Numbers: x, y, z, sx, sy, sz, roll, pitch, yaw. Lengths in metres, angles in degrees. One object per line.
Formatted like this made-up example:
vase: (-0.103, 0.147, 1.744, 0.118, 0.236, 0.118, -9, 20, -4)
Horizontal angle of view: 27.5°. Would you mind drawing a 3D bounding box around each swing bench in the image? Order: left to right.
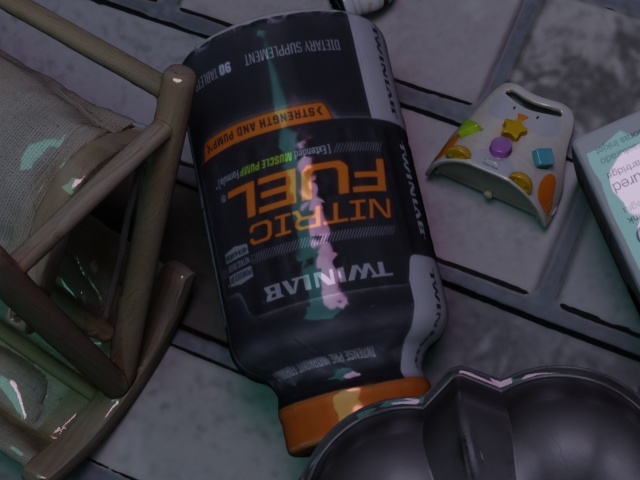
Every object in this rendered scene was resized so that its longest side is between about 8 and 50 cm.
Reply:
swing bench: (-0.217, -0.024, 0.786, 0.253, 0.254, 0.165, 31, 57, 18)

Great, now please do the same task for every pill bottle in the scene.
pill bottle: (0.000, 0.000, 0.769, 0.131, 0.130, 0.245, -15, 75, 10)

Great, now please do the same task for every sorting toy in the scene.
sorting toy: (0.118, -0.062, 0.806, 0.083, 0.045, 0.075, 25, 65, 18)

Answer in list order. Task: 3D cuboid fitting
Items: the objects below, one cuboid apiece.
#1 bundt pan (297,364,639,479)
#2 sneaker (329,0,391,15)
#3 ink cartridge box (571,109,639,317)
bundt pan: (0.098, 0.219, 0.610, 0.331, 0.124, 0.330, -1, 83, 8)
sneaker: (0.016, -0.194, 0.861, 0.044, 0.040, 0.109, -19, 77, -8)
ink cartridge box: (0.250, 0.015, 0.726, 0.153, 0.087, 0.208, -24, 74, 8)
